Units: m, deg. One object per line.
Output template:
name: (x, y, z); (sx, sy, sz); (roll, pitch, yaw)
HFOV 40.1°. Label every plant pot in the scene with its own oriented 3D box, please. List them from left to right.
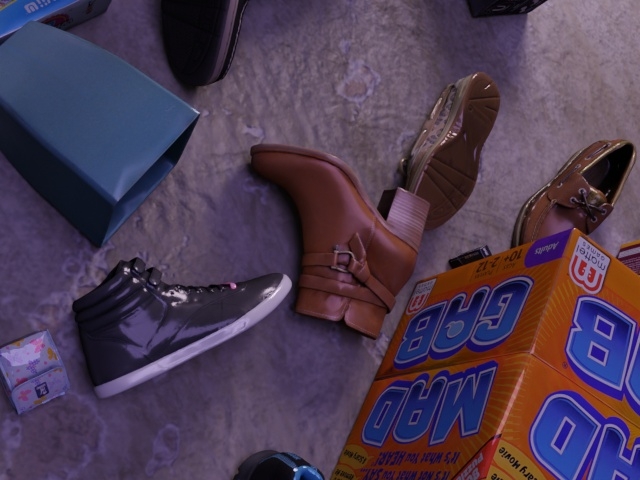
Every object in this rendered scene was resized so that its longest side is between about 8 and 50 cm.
plant pot: (-0.303, -0.146, 1.090); (0.234, 0.165, 0.165); (40, 63, -4)

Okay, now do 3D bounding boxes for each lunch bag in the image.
lunch bag: (-0.346, 0.156, 1.050); (0.071, 0.053, 0.083); (-23, 97, -28)

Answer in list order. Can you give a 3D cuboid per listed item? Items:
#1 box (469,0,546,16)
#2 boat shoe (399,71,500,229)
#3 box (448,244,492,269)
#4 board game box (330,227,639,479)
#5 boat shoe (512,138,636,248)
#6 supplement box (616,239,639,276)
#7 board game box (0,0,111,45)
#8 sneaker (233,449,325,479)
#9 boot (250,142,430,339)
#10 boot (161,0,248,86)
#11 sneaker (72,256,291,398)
box: (0.322, -0.532, 1.498); (0.142, 0.163, 0.247); (-14, 83, -30)
boat shoe: (0.195, -0.138, 1.388); (0.104, 0.089, 0.285); (42, 65, -29)
box: (0.242, 0.048, 1.355); (0.018, 0.083, 0.067); (-27, 91, -30)
board game box: (0.294, 0.258, 1.171); (0.356, 0.356, 0.356); (34, 64, -15)
boat shoe: (0.427, -0.065, 1.465); (0.111, 0.104, 0.307); (42, 63, -12)
supplement box: (0.550, 0.093, 1.488); (0.081, 0.104, 0.188); (34, 65, -16)
board game box: (-0.438, -0.395, 1.120); (0.224, 0.097, 0.303); (-37, 96, -29)
sneaker: (-0.040, 0.435, 1.083); (0.125, 0.140, 0.340); (-4, 80, -29)
boot: (0.000, 0.000, 1.249); (0.283, 0.109, 0.220); (24, 82, -13)
boot: (-0.076, -0.407, 1.261); (0.284, 0.138, 0.377); (-9, 111, -50)
sneaker: (-0.179, 0.071, 1.123); (0.296, 0.104, 0.147); (-27, 95, -25)
